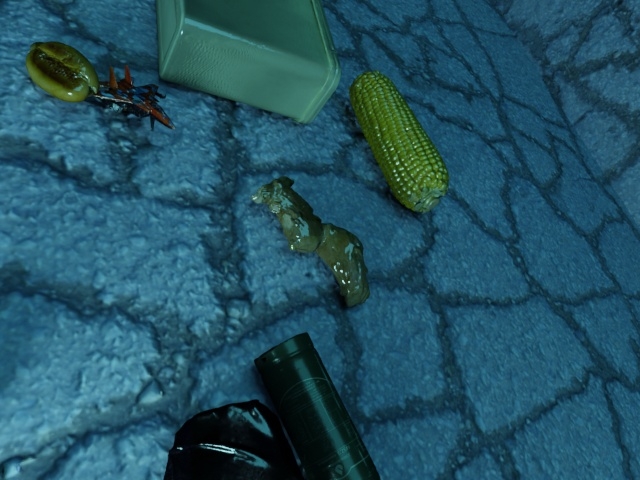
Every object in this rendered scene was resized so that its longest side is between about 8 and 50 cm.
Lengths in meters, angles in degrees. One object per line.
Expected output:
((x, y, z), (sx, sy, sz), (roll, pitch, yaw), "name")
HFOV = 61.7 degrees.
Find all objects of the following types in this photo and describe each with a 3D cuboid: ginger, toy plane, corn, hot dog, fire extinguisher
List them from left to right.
((-0.434, -0.282, 0.890), (0.140, 0.060, 0.090), (33, 68, -3), "hot dog")
((-0.315, -0.237, 0.940), (0.189, 0.061, 0.130), (45, 41, 18), "toy plane")
((-0.001, -0.002, 1.002), (0.290, 0.084, 0.122), (48, 37, 0), "ginger")
((0.003, 0.297, 0.786), (0.114, 0.095, 0.311), (-27, 74, -10), "fire extinguisher")
((0.188, -0.240, 1.288), (0.143, 0.144, 0.388), (0, 58, -38), "corn")

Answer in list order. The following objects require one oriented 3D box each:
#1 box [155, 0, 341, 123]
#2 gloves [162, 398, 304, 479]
((-0.163, -0.461, 1.152), (0.343, 0.177, 0.352), (8, 56, -32), "box")
((-0.106, 0.352, 0.635), (0.197, 0.152, 0.301), (-10, 79, -12), "gloves")
